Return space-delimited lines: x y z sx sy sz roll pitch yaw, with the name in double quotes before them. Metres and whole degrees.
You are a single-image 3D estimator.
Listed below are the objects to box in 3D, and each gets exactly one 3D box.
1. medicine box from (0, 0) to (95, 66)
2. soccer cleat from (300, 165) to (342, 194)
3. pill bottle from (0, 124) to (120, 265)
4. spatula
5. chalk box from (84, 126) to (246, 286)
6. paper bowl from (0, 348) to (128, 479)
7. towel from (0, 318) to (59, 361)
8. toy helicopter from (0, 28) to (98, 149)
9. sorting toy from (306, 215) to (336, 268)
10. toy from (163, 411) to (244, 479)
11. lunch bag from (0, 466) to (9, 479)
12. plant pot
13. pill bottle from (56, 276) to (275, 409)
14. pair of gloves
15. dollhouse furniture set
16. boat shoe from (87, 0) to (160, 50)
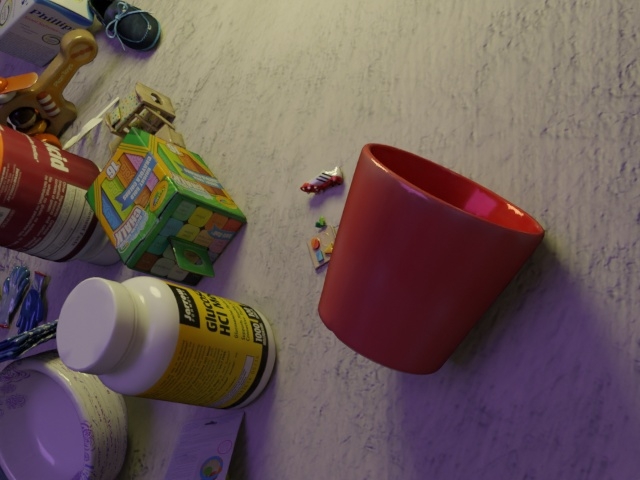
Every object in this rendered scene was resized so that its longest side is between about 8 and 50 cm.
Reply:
"medicine box" -0.691 -0.629 2.062 0.289 0.149 0.263 -20 63 44
"soccer cleat" 0.002 -0.105 1.420 0.083 0.029 0.035 -17 56 31
"pill bottle" -0.567 -0.084 1.633 0.224 0.392 0.224 -14 67 35
"spatula" -0.524 -0.240 1.816 0.168 0.019 0.242 -38 16 24
"chalk box" -0.279 -0.044 1.528 0.179 0.180 0.289 -52 51 14
"paper bowl" -0.478 0.343 1.541 0.284 0.148 0.284 5 101 30
"towel" -0.530 0.190 1.572 0.243 0.336 0.040 -25 89 31
"toy helicopter" -0.655 -0.355 1.903 0.355 0.235 0.140 -46 51 18
"sorting toy" 0.000 0.000 1.393 0.062 0.012 0.083 -35 56 26
"toy" -0.199 0.406 1.364 0.137 0.056 0.237 -15 35 26
"lunch bag" -0.669 0.514 1.626 0.090 0.219 0.176 -43 51 28
"plant pot" 0.133 0.032 1.126 0.275 0.275 0.243 39 111 40
"pill bottle" -0.244 0.164 1.322 0.188 0.334 0.188 -14 67 35
"pair of gloves" -0.692 0.142 1.905 0.198 0.023 0.159 10 83 42
"dollhouse furniture set" -0.397 -0.209 1.730 0.182 0.101 0.161 -39 54 23
"boat shoe" -0.468 -0.506 1.899 0.258 0.089 0.109 28 93 42
